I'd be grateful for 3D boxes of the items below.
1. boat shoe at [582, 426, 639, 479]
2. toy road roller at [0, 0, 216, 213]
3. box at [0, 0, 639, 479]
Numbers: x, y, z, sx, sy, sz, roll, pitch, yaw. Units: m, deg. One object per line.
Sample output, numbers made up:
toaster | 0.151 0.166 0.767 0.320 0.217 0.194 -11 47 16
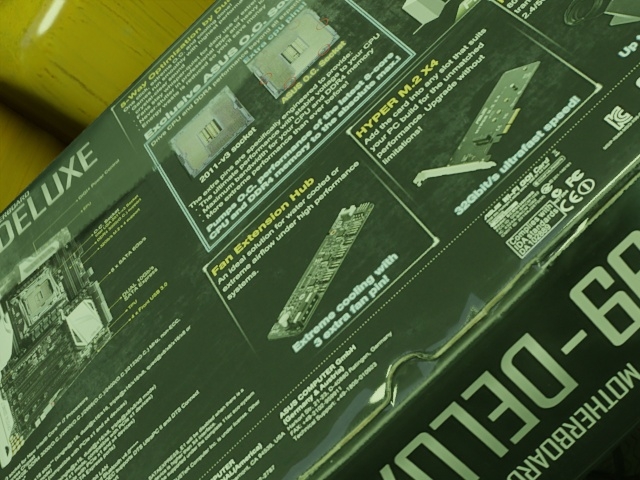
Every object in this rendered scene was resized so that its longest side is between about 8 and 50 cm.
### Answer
boat shoe | -0.007 0.109 0.512 0.324 0.122 0.120 -31 45 24
toy road roller | -0.099 -0.144 0.638 0.240 0.202 0.330 21 80 47
box | 0.000 0.000 0.440 0.307 0.076 0.242 -44 35 4
